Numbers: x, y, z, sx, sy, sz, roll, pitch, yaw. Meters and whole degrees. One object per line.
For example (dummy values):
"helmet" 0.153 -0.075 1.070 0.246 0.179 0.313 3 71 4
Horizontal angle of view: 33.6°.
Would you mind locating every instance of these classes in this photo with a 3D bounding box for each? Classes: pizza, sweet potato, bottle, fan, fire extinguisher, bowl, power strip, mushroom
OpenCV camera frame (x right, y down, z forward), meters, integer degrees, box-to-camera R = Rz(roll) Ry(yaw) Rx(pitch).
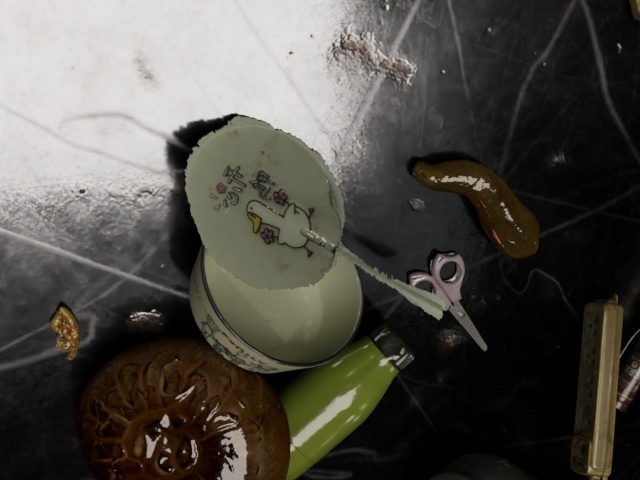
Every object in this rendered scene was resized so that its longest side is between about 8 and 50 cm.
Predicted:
"pizza" -0.341 0.125 1.417 0.037 0.016 0.083 -7 114 -8
"sweet potato" 0.234 -0.054 1.502 0.233 0.062 0.081 38 97 -23
"bottle" 0.018 0.223 1.512 0.260 0.112 0.112 -41 116 1
"fan" 0.000 0.000 1.388 0.414 0.012 0.233 33 59 -18
"fire extinguisher" 0.507 0.196 1.689 0.064 0.043 0.158 31 101 18
"bowl" -0.072 0.072 1.390 0.237 0.238 0.126 19 146 -23
"power strip" 0.421 0.231 1.612 0.044 0.064 0.305 6 86 -16
"mushroom" -0.187 0.269 1.414 0.297 0.163 0.278 29 110 5

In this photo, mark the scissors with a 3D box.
"scissors" 0.202 0.101 1.577 0.100 0.015 0.189 -38 118 1

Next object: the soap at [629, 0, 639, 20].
"soap" 0.533 -0.404 1.469 0.252 0.037 0.092 -30 117 -4

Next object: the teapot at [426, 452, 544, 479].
"teapot" 0.311 0.516 1.641 0.361 0.306 0.376 15 134 -28
